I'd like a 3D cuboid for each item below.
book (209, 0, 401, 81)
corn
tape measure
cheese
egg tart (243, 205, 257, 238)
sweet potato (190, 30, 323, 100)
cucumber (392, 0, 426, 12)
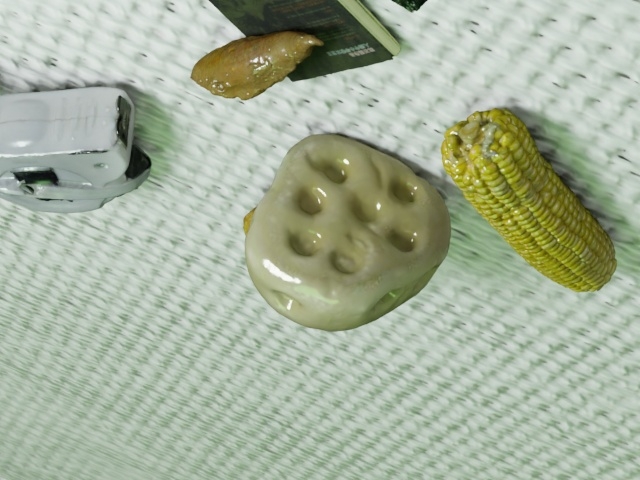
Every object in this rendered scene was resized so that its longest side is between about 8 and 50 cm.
[{"bbox_3d":[-0.044,-0.244,1.838,0.160,0.024,0.228,-7,141,45],"label":"book"},{"bbox_3d":[0.229,-0.037,1.950,0.101,0.101,0.291,-5,146,40],"label":"corn"},{"bbox_3d":[-0.314,-0.102,2.164,0.236,0.120,0.197,-2,157,14],"label":"tape measure"},{"bbox_3d":[0.024,-0.009,2.027,0.235,0.218,0.117,-6,156,-19],"label":"cheese"},{"bbox_3d":[0.000,0.000,2.183,0.191,0.074,0.191,17,152,10],"label":"egg tart"},{"bbox_3d":[-0.065,-0.181,1.879,0.060,0.068,0.206,12,161,-38],"label":"sweet potato"},{"bbox_3d":[0.035,-0.283,1.687,0.187,0.058,0.058,40,147,-29],"label":"cucumber"}]
